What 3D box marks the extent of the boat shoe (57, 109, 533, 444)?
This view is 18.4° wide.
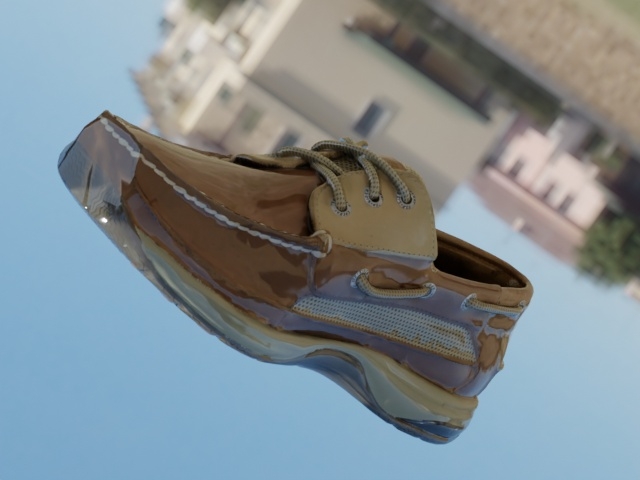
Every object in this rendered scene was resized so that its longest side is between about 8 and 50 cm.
[{"bbox_3d":[0.000,0.000,1.028,0.324,0.120,0.122,30,-169,-49],"label":"boat shoe"}]
